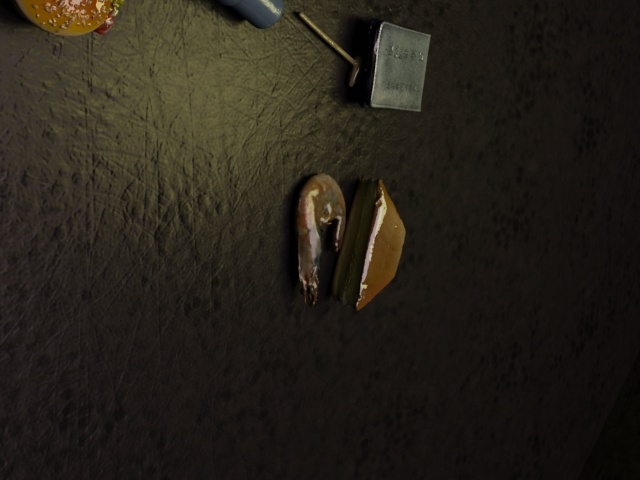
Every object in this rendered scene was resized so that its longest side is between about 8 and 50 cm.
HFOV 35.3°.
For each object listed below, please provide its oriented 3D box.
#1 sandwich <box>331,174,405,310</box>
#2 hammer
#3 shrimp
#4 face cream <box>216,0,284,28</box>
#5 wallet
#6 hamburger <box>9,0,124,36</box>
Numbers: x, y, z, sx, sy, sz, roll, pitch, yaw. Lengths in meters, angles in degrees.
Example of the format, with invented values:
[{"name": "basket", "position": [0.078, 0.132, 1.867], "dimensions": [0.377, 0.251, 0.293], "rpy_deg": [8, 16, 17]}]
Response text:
[{"name": "sandwich", "position": [0.094, 0.009, 1.957], "dimensions": [0.096, 0.094, 0.258], "rpy_deg": [17, 86, -46]}, {"name": "hammer", "position": [0.013, -0.351, 1.833], "dimensions": [0.195, 0.028, 0.060], "rpy_deg": [34, 80, -42]}, {"name": "shrimp", "position": [0.002, 0.000, 1.889], "dimensions": [0.143, 0.052, 0.251], "rpy_deg": [0, 99, -49]}, {"name": "face cream", "position": [-0.188, -0.446, 1.531], "dimensions": [0.385, 0.086, 0.136], "rpy_deg": [33, 47, -51]}, {"name": "wallet", "position": [0.146, -0.332, 1.941], "dimensions": [0.222, 0.036, 0.167], "rpy_deg": [-4, 103, -56]}, {"name": "hamburger", "position": [-0.348, -0.384, 1.372], "dimensions": [0.173, 0.116, 0.210], "rpy_deg": [-5, 100, -45]}]
